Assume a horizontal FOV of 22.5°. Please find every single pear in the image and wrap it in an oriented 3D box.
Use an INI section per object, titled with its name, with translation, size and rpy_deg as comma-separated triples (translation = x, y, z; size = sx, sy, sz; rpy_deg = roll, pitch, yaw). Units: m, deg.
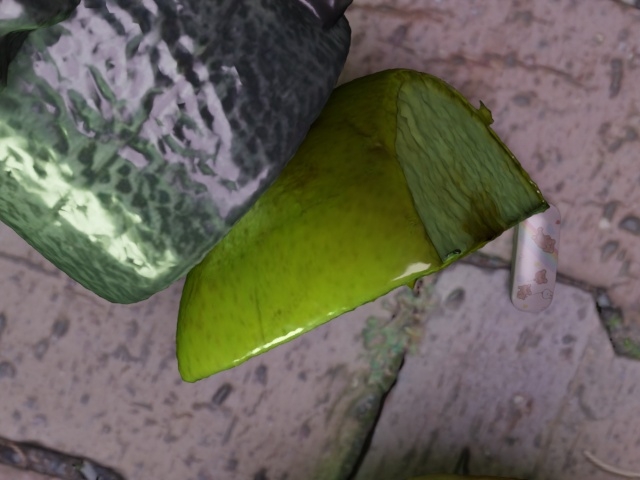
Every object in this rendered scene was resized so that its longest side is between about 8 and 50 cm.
[pear]
translation = -0.003, -0.003, 1.060
size = 0.239, 0.288, 0.139
rpy_deg = -36, 84, 22

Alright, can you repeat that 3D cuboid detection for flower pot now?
[flower pot]
translation = -0.152, -0.132, 0.958
size = 0.283, 0.299, 0.299
rpy_deg = 40, 96, -18

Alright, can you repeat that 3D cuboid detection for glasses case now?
[glasses case]
translation = 0.157, 0.012, 1.174
size = 0.032, 0.021, 0.083
rpy_deg = 2, 104, -10

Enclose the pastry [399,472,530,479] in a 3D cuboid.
[pastry]
translation = 0.101, 0.332, 1.059
size = 0.389, 0.388, 0.312
rpy_deg = 9, 142, -9
